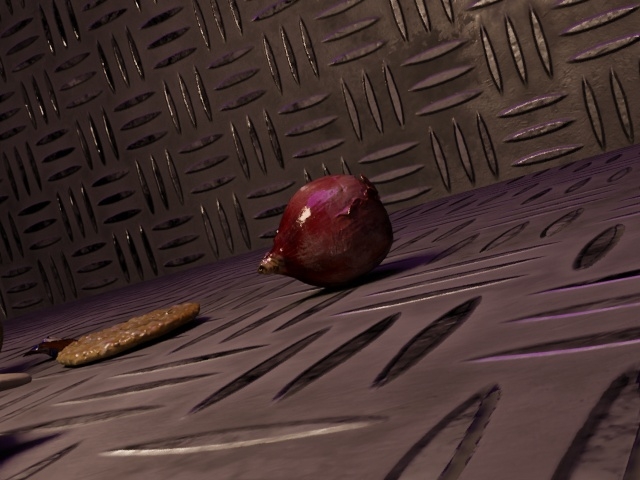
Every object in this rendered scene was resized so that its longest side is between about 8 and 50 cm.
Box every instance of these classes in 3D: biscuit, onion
[{"bbox_3d":[-0.281,0.137,1.143,0.219,0.033,0.220,-19,4,1],"label":"biscuit"},{"bbox_3d":[0.000,0.000,1.054,0.195,0.159,0.159,-32,9,-23],"label":"onion"}]

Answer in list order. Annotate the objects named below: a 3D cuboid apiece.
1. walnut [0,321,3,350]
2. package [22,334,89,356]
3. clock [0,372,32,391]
[{"bbox_3d":[-0.636,0.130,1.164,0.276,0.253,0.282,-16,4,-2],"label":"walnut"},{"bbox_3d":[-0.431,0.176,1.280,0.077,0.033,0.110,-42,-25,31],"label":"package"},{"bbox_3d":[-0.413,0.149,0.621,0.324,0.109,0.265,-7,-3,10],"label":"clock"}]
